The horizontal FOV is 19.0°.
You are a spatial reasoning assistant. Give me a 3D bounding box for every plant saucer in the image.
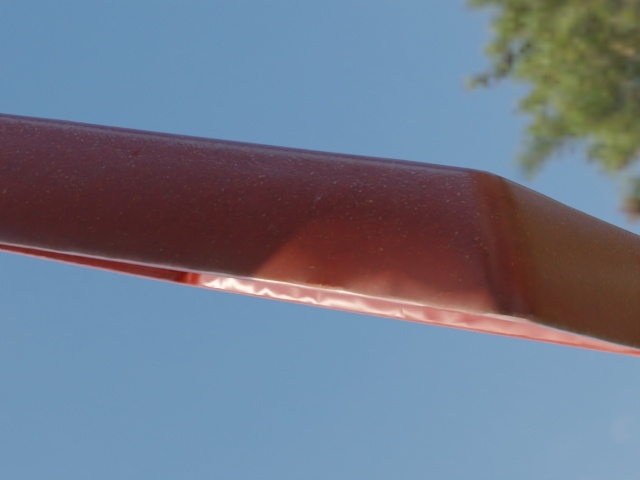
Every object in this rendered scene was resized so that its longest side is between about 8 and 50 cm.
[{"bbox_3d":[0.000,0.000,0.695,0.259,0.258,0.047,17,-98,-64],"label":"plant saucer"}]
